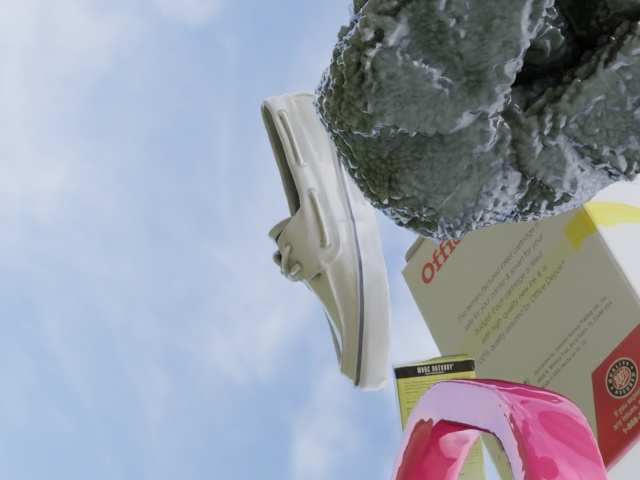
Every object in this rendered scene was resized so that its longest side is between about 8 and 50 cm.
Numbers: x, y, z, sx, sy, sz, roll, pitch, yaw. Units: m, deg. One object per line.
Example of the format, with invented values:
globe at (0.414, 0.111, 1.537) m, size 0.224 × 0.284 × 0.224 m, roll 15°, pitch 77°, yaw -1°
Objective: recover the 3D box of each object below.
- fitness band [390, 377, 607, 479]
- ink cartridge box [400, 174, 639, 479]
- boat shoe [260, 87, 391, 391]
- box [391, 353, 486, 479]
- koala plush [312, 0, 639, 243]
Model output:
fitness band at (0.088, 0.182, 0.808) m, size 0.291 × 0.054 × 0.209 m, roll 163°, pitch -67°, yaw -78°
ink cartridge box at (0.278, 0.087, 1.562) m, size 0.279 × 0.160 × 0.384 m, roll -55°, pitch -136°, yaw 36°
boat shoe at (0.000, 0.000, 1.156) m, size 0.095 × 0.084 × 0.258 m, roll 106°, pitch -24°, yaw -66°
box at (0.128, 0.238, 1.489) m, size 0.058 × 0.087 × 0.232 m, roll 104°, pitch -22°, yaw -89°
koala plush at (0.076, -0.130, 0.702) m, size 0.203 × 0.196 × 0.221 m, roll -52°, pitch -152°, yaw 23°
